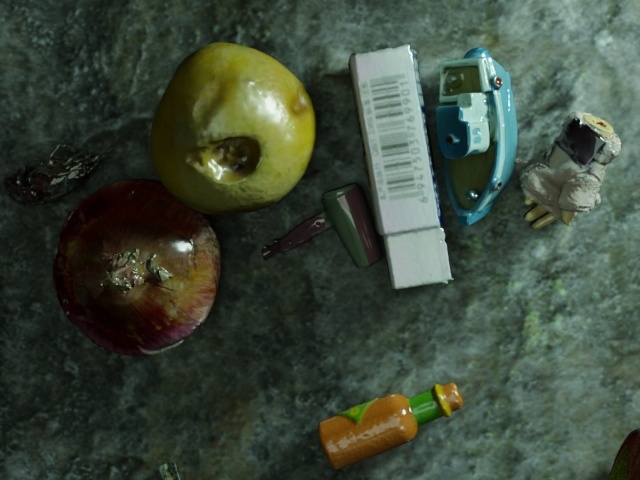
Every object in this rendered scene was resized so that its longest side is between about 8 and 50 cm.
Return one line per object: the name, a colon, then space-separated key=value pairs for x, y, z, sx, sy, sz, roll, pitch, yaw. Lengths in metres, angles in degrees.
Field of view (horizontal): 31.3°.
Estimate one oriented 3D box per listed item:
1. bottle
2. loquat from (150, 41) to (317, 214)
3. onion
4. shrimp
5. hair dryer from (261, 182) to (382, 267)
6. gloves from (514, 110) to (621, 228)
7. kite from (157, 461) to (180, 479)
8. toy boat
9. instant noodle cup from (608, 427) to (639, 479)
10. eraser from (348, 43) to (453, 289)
bottle: x=0.092 y=0.230 z=1.459 sx=0.187 sy=0.069 sz=0.069 roll=-22 pitch=92 yaw=8
loquat: x=-0.105 y=-0.130 z=1.390 sx=0.213 sy=0.213 sz=0.213 roll=1 pitch=96 yaw=8
onion: x=-0.241 y=0.040 z=1.439 sx=0.230 sy=0.163 sz=0.230 roll=3 pitch=105 yaw=10
shrimp: x=-0.338 y=-0.093 z=1.492 sx=0.165 sy=0.056 sz=0.065 roll=-27 pitch=85 yaw=7
hair dryer: x=-0.005 y=-0.005 z=1.464 sx=0.154 sy=0.054 sz=0.106 roll=-16 pitch=98 yaw=20
gloves: x=0.302 y=-0.085 z=1.380 sx=0.144 sy=0.094 sz=0.110 roll=-40 pitch=80 yaw=35
kite: x=-0.177 y=0.429 z=1.546 sx=0.323 sy=0.013 sz=0.268 roll=-10 pitch=95 yaw=9
toy boat: x=0.174 y=-0.125 z=1.381 sx=0.088 sy=0.102 sz=0.215 roll=3 pitch=99 yaw=45
instant noodle cup: x=0.466 y=0.342 z=1.371 sx=0.212 sy=0.193 sz=0.193 roll=14 pitch=98 yaw=-1
eraser: x=0.097 y=-0.088 z=1.394 sx=0.086 sy=0.130 sz=0.287 roll=-9 pitch=93 yaw=6
